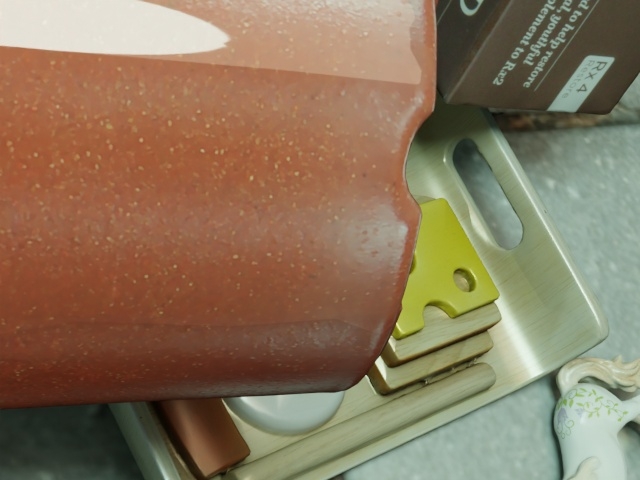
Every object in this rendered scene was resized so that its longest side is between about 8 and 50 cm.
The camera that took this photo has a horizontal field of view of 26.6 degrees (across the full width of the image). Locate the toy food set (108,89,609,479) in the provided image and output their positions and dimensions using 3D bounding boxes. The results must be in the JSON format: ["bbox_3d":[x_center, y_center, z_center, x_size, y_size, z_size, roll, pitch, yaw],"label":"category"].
[{"bbox_3d":[0.000,0.000,0.699,0.306,0.092,0.220,-17,73,-39],"label":"toy food set"}]

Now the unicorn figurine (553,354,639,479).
[{"bbox_3d":[0.161,0.133,0.755,0.111,0.060,0.162,17,38,-24],"label":"unicorn figurine"}]

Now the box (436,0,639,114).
[{"bbox_3d":[0.084,-0.272,0.805,0.143,0.191,0.381,-2,49,-35],"label":"box"}]

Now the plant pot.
[{"bbox_3d":[-0.111,-0.050,0.489,0.265,0.272,0.272,4,59,-13],"label":"plant pot"}]
